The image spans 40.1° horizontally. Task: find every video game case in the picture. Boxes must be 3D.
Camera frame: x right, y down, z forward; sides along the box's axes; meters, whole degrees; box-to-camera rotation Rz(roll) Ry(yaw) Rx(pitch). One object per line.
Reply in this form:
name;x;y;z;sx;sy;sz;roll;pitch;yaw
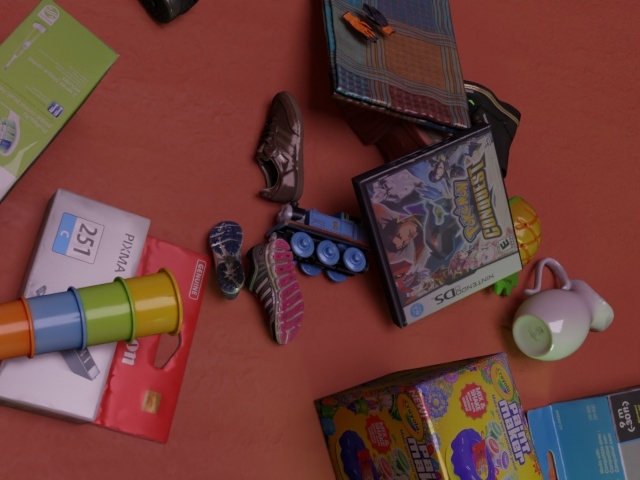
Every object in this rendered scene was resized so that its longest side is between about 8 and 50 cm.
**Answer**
video game case;0.200;-0.023;1.445;0.248;0.035;0.275;-24;114;-14

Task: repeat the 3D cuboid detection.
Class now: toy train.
toy train;0.000;0.000;1.420;0.184;0.080;0.105;16;61;-27

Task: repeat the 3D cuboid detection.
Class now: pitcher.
pitcher;0.430;0.124;1.630;0.207;0.125;0.178;-20;67;-44

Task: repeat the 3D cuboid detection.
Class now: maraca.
maraca;0.351;0.011;1.616;0.127;0.099;0.186;13;87;-49

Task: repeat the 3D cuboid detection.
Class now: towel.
towel;0.128;-0.352;1.526;0.271;0.040;0.370;12;51;-21

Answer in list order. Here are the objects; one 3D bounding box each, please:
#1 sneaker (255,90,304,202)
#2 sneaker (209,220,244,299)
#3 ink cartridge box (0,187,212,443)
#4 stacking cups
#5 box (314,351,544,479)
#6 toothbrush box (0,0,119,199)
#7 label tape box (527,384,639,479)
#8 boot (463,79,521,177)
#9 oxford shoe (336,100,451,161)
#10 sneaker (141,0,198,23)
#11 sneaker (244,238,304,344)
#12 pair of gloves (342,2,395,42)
sneaker;-0.070;-0.156;1.424;0.071;0.066;0.188;1;76;-30
sneaker;-0.144;0.031;1.342;0.052;0.058;0.135;0;54;-7
ink cartridge box;-0.288;0.109;1.220;0.261;0.066;0.296;21;67;-24
stacking cups;-0.335;0.099;1.099;0.316;0.096;0.096;-7;81;-31
box;0.168;0.341;1.303;0.177;0.279;0.290;-13;83;-33
toothbrush box;-0.412;-0.146;1.131;0.122;0.206;0.283;40;59;-16
label tape box;0.561;0.406;1.624;0.347;0.115;0.249;-3;78;-33
boot;0.296;-0.212;1.660;0.198;0.077;0.137;20;72;-24
oxford shoe;0.201;-0.165;1.549;0.397;0.140;0.146;53;54;-9
sneaker;-0.261;-0.468;1.386;0.130;0.087;0.227;-42;102;-34
sneaker;-0.076;0.078;1.363;0.063;0.075;0.170;-27;114;-48
pair of gloves;0.084;-0.368;1.482;0.074;0.010;0.083;46;47;9
